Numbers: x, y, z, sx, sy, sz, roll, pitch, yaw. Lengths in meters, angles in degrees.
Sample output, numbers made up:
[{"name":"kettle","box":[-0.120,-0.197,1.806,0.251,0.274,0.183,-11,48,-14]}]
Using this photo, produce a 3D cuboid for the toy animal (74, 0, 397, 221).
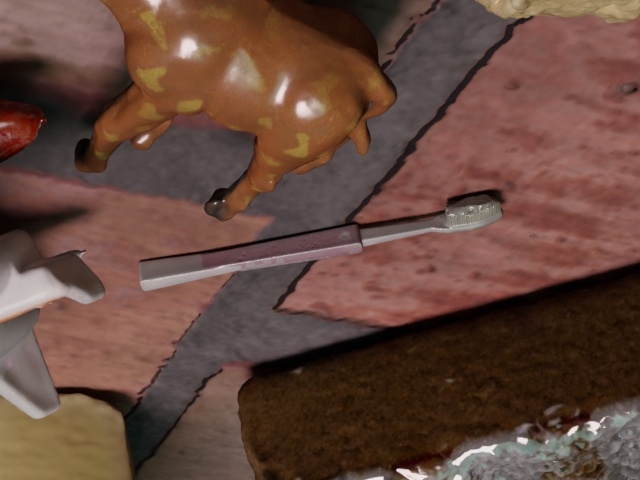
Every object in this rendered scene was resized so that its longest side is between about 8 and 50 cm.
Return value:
[{"name":"toy animal","box":[-0.072,-0.094,0.578,0.224,0.066,0.229,14,152,-7]}]

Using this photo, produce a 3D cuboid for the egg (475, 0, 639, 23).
[{"name":"egg","box":[0.091,-0.133,0.512,0.118,0.116,0.140,-25,177,-15]}]

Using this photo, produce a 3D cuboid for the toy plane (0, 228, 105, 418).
[{"name":"toy plane","box":[-0.202,0.052,0.649,0.245,0.117,0.244,-21,-179,0]}]

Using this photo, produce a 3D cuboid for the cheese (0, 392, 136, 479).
[{"name":"cheese","box":[-0.196,0.257,0.895,0.124,0.242,0.265,13,141,-14]}]

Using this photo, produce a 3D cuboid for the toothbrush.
[{"name":"toothbrush","box":[0.000,0.001,0.773,0.194,0.014,0.017,-11,146,3]}]

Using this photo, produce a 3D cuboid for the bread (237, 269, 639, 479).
[{"name":"bread","box":[0.169,0.102,0.876,0.417,0.113,0.165,-17,147,9]}]

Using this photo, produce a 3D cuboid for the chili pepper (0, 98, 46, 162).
[{"name":"chili pepper","box":[-0.252,-0.037,0.610,0.272,0.063,0.071,-1,178,-11]}]
